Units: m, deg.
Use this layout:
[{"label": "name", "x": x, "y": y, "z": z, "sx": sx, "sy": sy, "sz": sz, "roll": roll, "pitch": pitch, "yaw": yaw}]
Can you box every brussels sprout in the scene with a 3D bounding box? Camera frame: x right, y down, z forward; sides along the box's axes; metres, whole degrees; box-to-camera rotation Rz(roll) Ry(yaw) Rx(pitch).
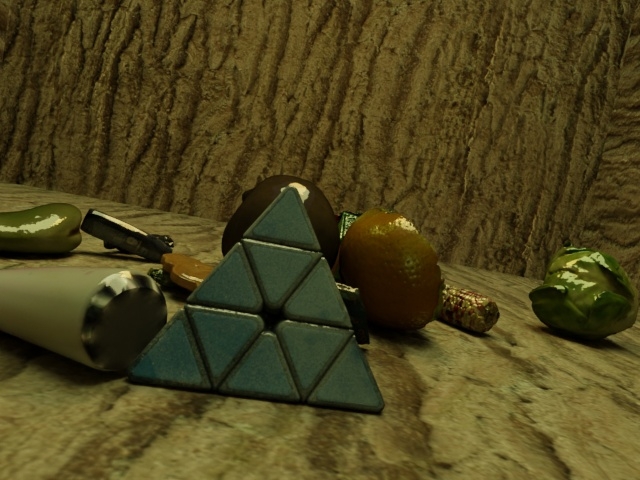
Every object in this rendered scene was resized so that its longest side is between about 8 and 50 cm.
[{"label": "brussels sprout", "x": 0.754, "y": 0.153, "z": 1.327, "sx": 0.294, "sy": 0.259, "sz": 0.227, "roll": 18, "pitch": -27, "yaw": 3}]

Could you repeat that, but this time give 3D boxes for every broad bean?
[{"label": "broad bean", "x": -0.689, "y": -0.017, "z": 1.082, "sx": 0.189, "sy": 0.121, "sz": 0.263, "roll": 16, "pitch": 20, "yaw": 42}]

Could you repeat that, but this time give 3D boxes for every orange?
[{"label": "orange", "x": 0.141, "y": 0.061, "z": 1.035, "sx": 0.196, "sy": 0.263, "sz": 0.334, "roll": -6, "pitch": 14, "yaw": -3}]

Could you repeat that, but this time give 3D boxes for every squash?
[{"label": "squash", "x": -0.310, "y": 0.079, "z": 1.035, "sx": 0.052, "sy": 0.052, "sz": 0.183, "roll": 13, "pitch": 6, "yaw": 24}]

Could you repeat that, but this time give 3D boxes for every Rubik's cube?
[{"label": "Rubik's cube", "x": -0.070, "y": 0.113, "z": 0.633, "sx": 0.233, "sy": 0.228, "sz": 0.228, "roll": 51, "pitch": 24, "yaw": -34}]

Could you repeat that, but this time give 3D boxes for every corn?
[{"label": "corn", "x": 0.334, "y": 0.161, "z": 1.218, "sx": 0.098, "sy": 0.098, "sz": 0.290, "roll": 8, "pitch": 6, "yaw": -32}]

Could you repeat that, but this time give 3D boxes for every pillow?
[{"label": "pillow", "x": -0.039, "y": 0.106, "z": 0.804, "sx": 0.255, "sy": 0.034, "sz": 0.189, "roll": 12, "pitch": -35, "yaw": 20}]

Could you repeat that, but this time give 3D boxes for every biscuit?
[{"label": "biscuit", "x": -0.235, "y": 0.083, "z": 0.965, "sx": 0.236, "sy": 0.040, "sz": 0.144, "roll": 30, "pitch": 7, "yaw": 25}]

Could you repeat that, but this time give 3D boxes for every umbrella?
[{"label": "umbrella", "x": -0.536, "y": 0.009, "z": 1.364, "sx": 0.066, "sy": 0.059, "sz": 0.235, "roll": -12, "pitch": -4, "yaw": 26}]

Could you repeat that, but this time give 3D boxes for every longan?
[{"label": "longan", "x": -0.087, "y": -0.006, "z": 1.080, "sx": 0.297, "sy": 0.297, "sz": 0.297, "roll": 11, "pitch": 4, "yaw": -1}]

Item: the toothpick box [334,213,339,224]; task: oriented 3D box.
[{"label": "toothpick box", "x": 0.000, "y": 0.000, "z": 1.696, "sx": 0.204, "sy": 0.204, "sz": 0.333, "roll": 10, "pitch": 2, "yaw": -9}]

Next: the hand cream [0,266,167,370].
[{"label": "hand cream", "x": -0.363, "y": 0.078, "z": 0.616, "sx": 0.358, "sy": 0.118, "sz": 0.185, "roll": 6, "pitch": 1, "yaw": 29}]

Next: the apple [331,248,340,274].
[{"label": "apple", "x": -0.044, "y": 0.032, "z": 1.313, "sx": 0.209, "sy": 0.209, "sz": 0.164, "roll": 10, "pitch": 13, "yaw": -10}]

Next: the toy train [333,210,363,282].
[{"label": "toy train", "x": 0.142, "y": 0.034, "z": 1.435, "sx": 0.271, "sy": 0.188, "sz": 0.159, "roll": 17, "pitch": 44, "yaw": -6}]

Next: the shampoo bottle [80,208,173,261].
[{"label": "shampoo bottle", "x": -0.513, "y": -0.007, "z": 1.240, "sx": 0.233, "sy": 0.087, "sz": 0.049, "roll": 27, "pitch": 43, "yaw": -21}]
